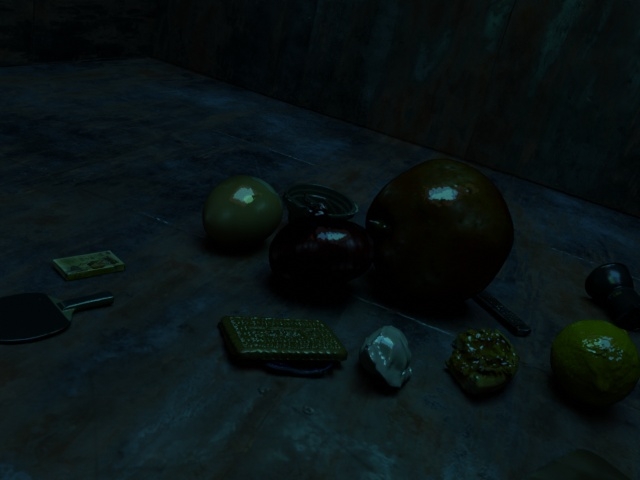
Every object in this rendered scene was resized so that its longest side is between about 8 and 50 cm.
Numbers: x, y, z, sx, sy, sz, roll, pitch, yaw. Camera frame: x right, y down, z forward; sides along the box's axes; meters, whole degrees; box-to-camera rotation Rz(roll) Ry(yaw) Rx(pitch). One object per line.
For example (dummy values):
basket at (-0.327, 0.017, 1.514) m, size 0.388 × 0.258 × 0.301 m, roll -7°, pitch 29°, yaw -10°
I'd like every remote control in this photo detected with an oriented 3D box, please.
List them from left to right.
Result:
remote control at (0.505, 0.200, 1.750) m, size 0.059 × 0.028 × 0.212 m, roll 7°, pitch 24°, yaw -29°

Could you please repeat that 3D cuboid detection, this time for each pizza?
pizza at (0.381, 0.266, 1.448) m, size 0.162 × 0.085 × 0.305 m, roll 21°, pitch 22°, yaw 16°

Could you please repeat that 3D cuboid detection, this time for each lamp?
lamp at (0.941, 0.194, 1.926) m, size 0.172 × 0.147 × 0.227 m, roll 32°, pitch 25°, yaw -23°

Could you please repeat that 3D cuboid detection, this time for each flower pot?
flower pot at (-0.013, -0.072, 1.904) m, size 0.236 × 0.140 × 0.235 m, roll 11°, pitch 24°, yaw -5°

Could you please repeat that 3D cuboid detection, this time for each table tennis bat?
table tennis bat at (-0.544, 0.141, 1.240) m, size 0.274 × 0.021 × 0.154 m, roll -12°, pitch 35°, yaw -44°

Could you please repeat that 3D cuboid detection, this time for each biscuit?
biscuit at (-0.083, 0.206, 1.338) m, size 0.255 × 0.029 × 0.172 m, roll 5°, pitch 18°, yaw -24°

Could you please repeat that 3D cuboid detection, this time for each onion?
onion at (0.000, 0.000, 1.589) m, size 0.274 × 0.284 × 0.273 m, roll -5°, pitch -7°, yaw -1°

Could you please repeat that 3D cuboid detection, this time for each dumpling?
dumpling at (0.148, 0.249, 1.332) m, size 0.127 × 0.108 × 0.188 m, roll 43°, pitch 10°, yaw 7°

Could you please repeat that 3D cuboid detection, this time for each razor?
razor at (-0.037, 0.261, 1.269) m, size 0.155 × 0.044 × 0.028 m, roll 3°, pitch 69°, yaw -19°

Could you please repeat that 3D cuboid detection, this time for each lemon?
lemon at (0.631, 0.278, 1.438) m, size 0.193 × 0.192 × 0.231 m, roll 19°, pitch 23°, yaw 10°

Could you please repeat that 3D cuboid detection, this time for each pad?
pad at (0.515, 0.492, 1.092) m, size 0.284 × 0.018 × 0.287 m, roll -6°, pitch 31°, yaw -39°

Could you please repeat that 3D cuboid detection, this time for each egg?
egg at (-0.220, -0.076, 1.715) m, size 0.201 × 0.200 × 0.244 m, roll 25°, pitch 36°, yaw 21°

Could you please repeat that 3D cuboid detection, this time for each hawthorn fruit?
hawthorn fruit at (0.292, -0.032, 1.688) m, size 0.403 × 0.402 × 0.402 m, roll 13°, pitch 23°, yaw -6°

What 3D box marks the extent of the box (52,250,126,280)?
box at (-0.532, 0.056, 1.439) m, size 0.073 × 0.020 × 0.149 m, roll 31°, pitch 27°, yaw 34°
